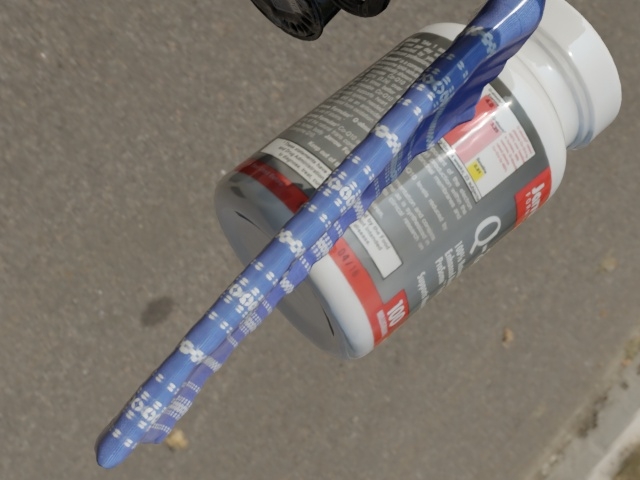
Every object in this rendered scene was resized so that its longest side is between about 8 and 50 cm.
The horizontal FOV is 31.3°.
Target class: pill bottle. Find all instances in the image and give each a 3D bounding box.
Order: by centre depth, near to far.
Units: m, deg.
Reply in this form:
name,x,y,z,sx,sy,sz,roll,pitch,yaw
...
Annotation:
name,x,y,z,sx,sy,sz,roll,pitch,yaw
pill bottle,0.097,-0.073,1.077,0.363,0.210,0.210,-39,140,-15

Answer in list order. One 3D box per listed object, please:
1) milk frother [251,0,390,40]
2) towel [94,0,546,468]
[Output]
name,x,y,z,sx,sy,sz,roll,pitch,yaw
milk frother,0.030,-0.207,0.749,0.135,0.143,0.129,-47,151,-15
towel,0.000,0.000,0.683,0.336,0.040,0.243,-48,179,-8
